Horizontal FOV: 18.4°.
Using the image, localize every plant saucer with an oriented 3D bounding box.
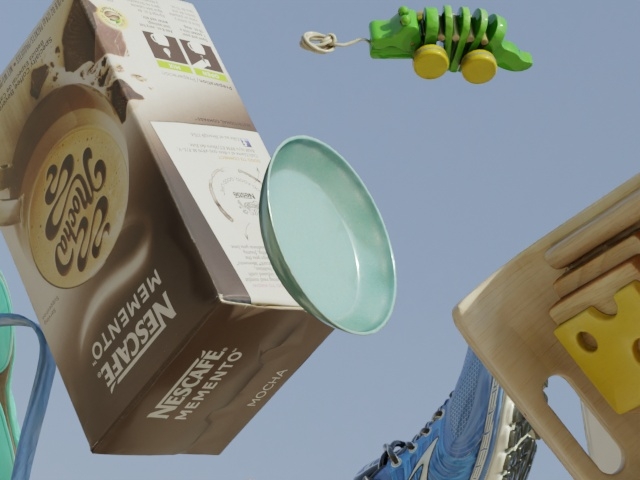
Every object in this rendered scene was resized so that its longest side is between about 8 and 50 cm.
[{"bbox_3d":[0.000,0.000,1.110,0.021,0.119,0.119,-24,-52,30],"label":"plant saucer"}]

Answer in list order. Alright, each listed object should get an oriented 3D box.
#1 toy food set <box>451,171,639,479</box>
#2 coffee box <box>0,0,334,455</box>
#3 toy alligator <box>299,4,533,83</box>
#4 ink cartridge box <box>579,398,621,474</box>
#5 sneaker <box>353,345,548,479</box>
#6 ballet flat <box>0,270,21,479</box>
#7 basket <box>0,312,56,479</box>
[{"bbox_3d":[0.224,0.067,1.117,0.220,0.092,0.306,51,-38,-1],"label":"toy food set"},{"bbox_3d":[-0.123,-0.016,1.379,0.118,0.297,0.168,8,-46,-43],"label":"coffee box"},{"bbox_3d":[0.080,-0.164,1.560,0.189,0.056,0.051,5,-47,-10],"label":"toy alligator"},{"bbox_3d":[0.396,0.185,1.885,0.232,0.168,0.171,-2,-14,-25],"label":"ink cartridge box"},{"bbox_3d":[0.102,0.199,1.736,0.147,0.330,0.130,17,2,18],"label":"sneaker"},{"bbox_3d":[-0.331,0.128,1.872,0.087,0.083,0.247,-150,-126,-61],"label":"ballet flat"},{"bbox_3d":[-0.327,0.189,1.411,0.254,0.289,0.201,1,-14,20],"label":"basket"}]
